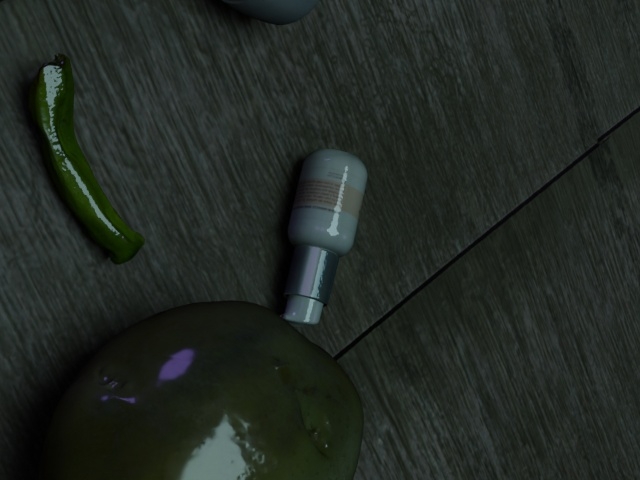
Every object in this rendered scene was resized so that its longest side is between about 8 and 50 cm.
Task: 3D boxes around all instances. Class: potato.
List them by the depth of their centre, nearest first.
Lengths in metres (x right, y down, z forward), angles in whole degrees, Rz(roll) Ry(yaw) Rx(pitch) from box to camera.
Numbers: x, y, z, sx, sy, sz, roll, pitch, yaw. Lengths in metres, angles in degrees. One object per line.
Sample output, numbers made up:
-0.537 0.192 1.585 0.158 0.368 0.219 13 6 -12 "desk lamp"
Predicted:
-0.109 0.185 1.104 0.326 0.221 0.243 -26 107 -36 "potato"

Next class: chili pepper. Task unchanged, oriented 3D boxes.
-0.223 -0.069 1.131 0.052 0.050 0.202 -47 122 -52 "chili pepper"

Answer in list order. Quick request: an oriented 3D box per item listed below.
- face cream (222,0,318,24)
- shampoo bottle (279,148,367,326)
-0.056 -0.284 1.253 0.104 0.117 0.117 33 65 -46 "face cream"
0.000 0.000 1.314 0.074 0.074 0.192 24 71 -39 "shampoo bottle"
